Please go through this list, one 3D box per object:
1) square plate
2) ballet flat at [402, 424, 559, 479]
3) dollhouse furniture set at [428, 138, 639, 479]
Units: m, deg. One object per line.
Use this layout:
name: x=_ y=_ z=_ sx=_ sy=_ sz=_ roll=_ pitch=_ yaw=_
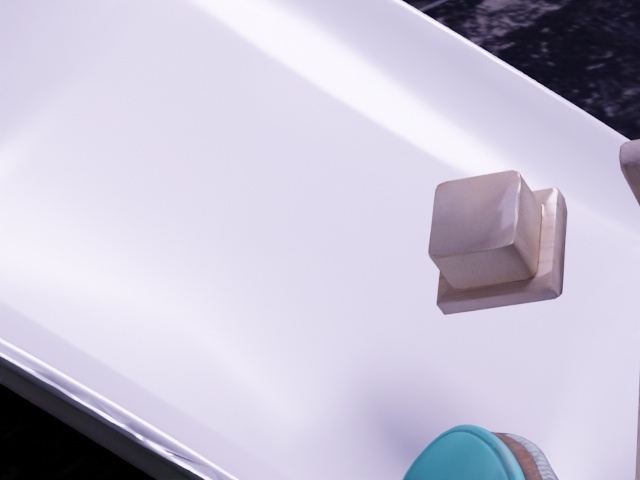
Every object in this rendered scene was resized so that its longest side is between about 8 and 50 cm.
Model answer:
square plate: x=0.000 y=0.000 z=0.700 sx=0.344 sy=0.049 sz=0.347 roll=31 pitch=35 yaw=2
ballet flat: x=0.064 y=0.117 z=0.466 sx=0.079 sy=0.077 sz=0.221 roll=33 pitch=8 yaw=-9
dollhouse furniture set: x=0.210 y=0.123 z=0.560 sx=0.355 sy=0.174 sz=0.303 roll=-8 pitch=54 yaw=27
